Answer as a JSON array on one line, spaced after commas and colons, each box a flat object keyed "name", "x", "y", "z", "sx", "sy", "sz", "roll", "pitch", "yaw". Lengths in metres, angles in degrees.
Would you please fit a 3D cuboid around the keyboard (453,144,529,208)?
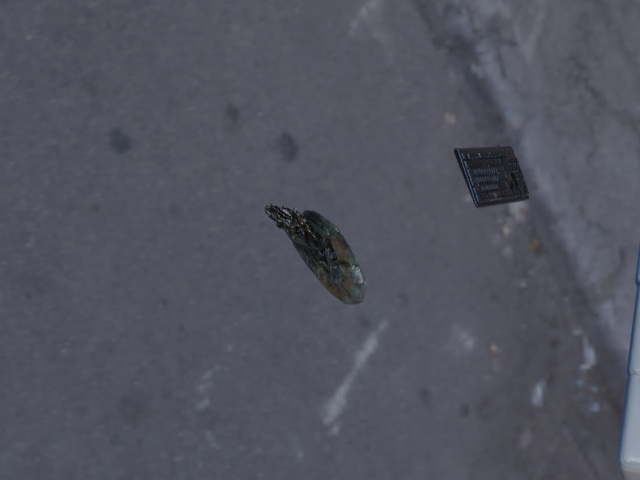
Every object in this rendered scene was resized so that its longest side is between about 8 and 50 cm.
[{"name": "keyboard", "x": 0.175, "y": -0.066, "z": 1.478, "sx": 0.198, "sy": 0.010, "sz": 0.063, "roll": -11, "pitch": 80, "yaw": -67}]

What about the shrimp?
[{"name": "shrimp", "x": 0.000, "y": 0.000, "z": 1.588, "sx": 0.034, "sy": 0.161, "sz": 0.091, "roll": -26, "pitch": 147, "yaw": -31}]

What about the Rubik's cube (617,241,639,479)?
[{"name": "Rubik's cube", "x": 0.476, "y": 0.142, "z": 1.532, "sx": 0.291, "sy": 0.291, "sz": 0.290, "roll": 51, "pitch": 47, "yaw": -64}]
